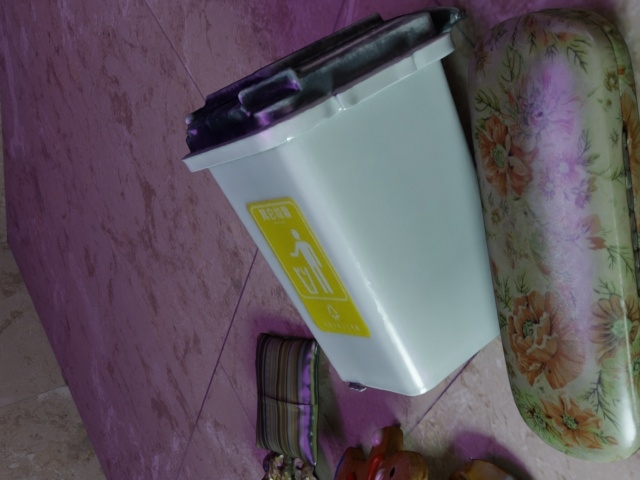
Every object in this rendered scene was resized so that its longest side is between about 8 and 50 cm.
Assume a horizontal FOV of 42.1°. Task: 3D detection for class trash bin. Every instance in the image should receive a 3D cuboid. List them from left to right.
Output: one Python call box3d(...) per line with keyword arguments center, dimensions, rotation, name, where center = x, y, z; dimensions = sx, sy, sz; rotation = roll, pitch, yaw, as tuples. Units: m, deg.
box3d(center=(0.064, -0.045, 0.917), dimensions=(0.256, 0.296, 0.368), rotation=(-6, 114, 59), name="trash bin")

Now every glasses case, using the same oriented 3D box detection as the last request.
box3d(center=(0.228, 0.002, 0.776), dimensions=(0.156, 0.098, 0.425), rotation=(6, 110, 54), name="glasses case")

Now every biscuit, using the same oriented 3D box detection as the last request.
box3d(center=(0.067, 0.365, 1.192), dimensions=(0.324, 0.049, 0.205), rotation=(142, 148, -65), name="biscuit")

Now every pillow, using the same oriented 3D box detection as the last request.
box3d(center=(-0.060, 0.267, 1.431), dimensions=(0.212, 0.052, 0.208), rotation=(-5, 82, 58), name="pillow")

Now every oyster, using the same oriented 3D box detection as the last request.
box3d(center=(-0.064, 0.417, 1.531), dimensions=(0.214, 0.083, 0.223), rotation=(-38, 66, 57), name="oyster")

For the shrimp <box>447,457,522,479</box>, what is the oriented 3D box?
box3d(center=(0.189, 0.343, 1.065), dimensions=(0.287, 0.063, 0.152), rotation=(2, 105, 56), name="shrimp")
